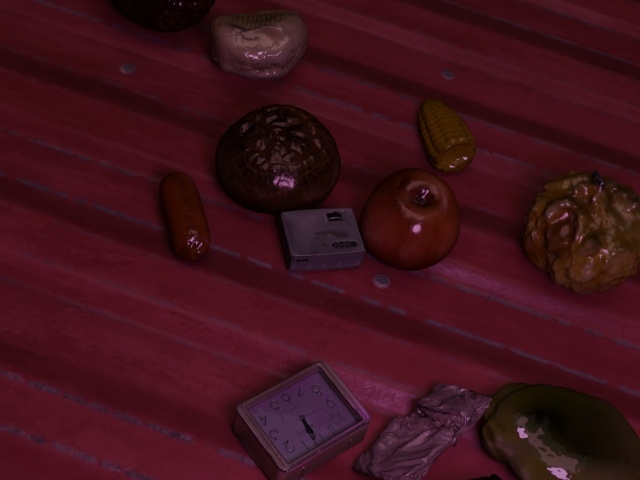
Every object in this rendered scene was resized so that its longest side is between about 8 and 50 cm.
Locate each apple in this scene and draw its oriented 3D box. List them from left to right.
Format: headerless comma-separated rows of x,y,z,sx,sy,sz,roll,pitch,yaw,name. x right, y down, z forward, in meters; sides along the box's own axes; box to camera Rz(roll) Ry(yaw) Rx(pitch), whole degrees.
0.176,-0.045,1.976,0.201,0.162,0.201,8,48,-9,apple

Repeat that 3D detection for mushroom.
-0.088,-0.160,2.019,0.253,0.153,0.253,0,55,-1,mushroom

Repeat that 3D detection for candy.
0.265,-0.242,2.210,0.106,0.094,0.199,-8,47,-12,candy

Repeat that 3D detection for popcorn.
0.525,-0.021,2.002,0.249,0.225,0.249,7,55,-10,popcorn

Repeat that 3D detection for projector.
0.000,0.000,1.963,0.147,0.061,0.115,-3,53,-16,projector

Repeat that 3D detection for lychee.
-0.354,-0.580,2.238,0.261,0.260,0.260,7,50,-8,lychee

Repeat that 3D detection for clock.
-0.031,0.305,1.696,0.192,0.071,0.147,-24,60,-30,clock

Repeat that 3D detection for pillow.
0.174,0.318,1.708,0.135,0.049,0.248,10,40,47,pillow

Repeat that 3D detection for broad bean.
0.413,0.347,1.738,0.291,0.119,0.238,16,40,-3,broad bean

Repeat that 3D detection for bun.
-0.137,-0.429,2.242,0.229,0.145,0.229,-5,20,2,bun

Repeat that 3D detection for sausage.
-0.257,-0.046,1.931,0.076,0.076,0.197,-6,53,-18,sausage

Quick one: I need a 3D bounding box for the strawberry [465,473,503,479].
0.222,0.518,1.565,0.306,0.137,0.233,-38,45,-8,strawberry
